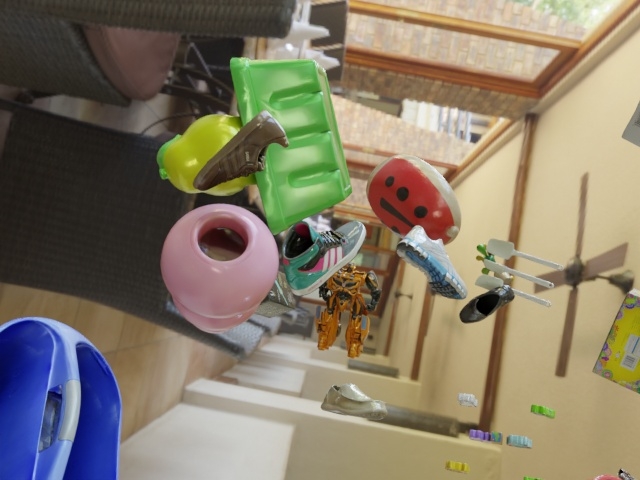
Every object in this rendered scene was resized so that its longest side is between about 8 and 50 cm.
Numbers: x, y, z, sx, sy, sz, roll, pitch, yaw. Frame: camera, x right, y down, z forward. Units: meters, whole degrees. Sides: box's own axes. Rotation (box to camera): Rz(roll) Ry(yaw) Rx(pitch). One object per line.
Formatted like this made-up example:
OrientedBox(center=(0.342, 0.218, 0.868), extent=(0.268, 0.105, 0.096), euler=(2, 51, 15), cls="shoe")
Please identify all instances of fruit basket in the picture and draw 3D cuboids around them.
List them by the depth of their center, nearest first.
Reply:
OrientedBox(center=(-0.144, -0.194, 1.234), extent=(0.283, 0.392, 0.391), euler=(-50, 151, -77), cls="fruit basket")

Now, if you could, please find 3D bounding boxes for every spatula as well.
OrientedBox(center=(0.626, 0.103, 1.812), extent=(0.019, 0.242, 0.168), euler=(10, 99, -61), cls="spatula")

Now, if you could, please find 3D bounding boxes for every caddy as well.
OrientedBox(center=(-0.399, 0.270, 0.799), extent=(0.241, 0.179, 0.341), euler=(41, 24, -41), cls="caddy")

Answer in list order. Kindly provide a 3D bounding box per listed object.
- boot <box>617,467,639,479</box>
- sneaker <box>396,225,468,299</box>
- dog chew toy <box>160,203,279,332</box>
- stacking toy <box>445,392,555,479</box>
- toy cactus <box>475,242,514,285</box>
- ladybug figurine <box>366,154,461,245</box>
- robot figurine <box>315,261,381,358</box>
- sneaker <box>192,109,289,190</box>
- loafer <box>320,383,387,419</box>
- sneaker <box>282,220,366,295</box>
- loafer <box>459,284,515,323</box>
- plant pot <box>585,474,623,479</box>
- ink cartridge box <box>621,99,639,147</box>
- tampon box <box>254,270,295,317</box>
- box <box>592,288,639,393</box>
OrientedBox(center=(0.994, 0.765, 1.831), extent=(0.042, 0.087, 0.118), euler=(-55, 152, 11), cls="boot")
OrientedBox(center=(0.245, 0.043, 1.179), extent=(0.071, 0.190, 0.083), euler=(-20, -151, 54), cls="sneaker")
OrientedBox(center=(-0.192, 0.076, 1.089), extent=(0.332, 0.207, 0.206), euler=(111, -8, -59), cls="dog chew toy")
OrientedBox(center=(0.391, 0.433, 1.244), extent=(0.052, 0.221, 0.167), euler=(52, 46, -52), cls="stacking toy")
OrientedBox(center=(0.639, 0.103, 2.058), extent=(0.219, 0.112, 0.180), euler=(62, 3, -28), cls="toy cactus")
OrientedBox(center=(0.311, -0.132, 2.031), extent=(0.449, 0.162, 0.305), euler=(40, -42, 46), cls="ladybug figurine")
OrientedBox(center=(0.077, 0.211, 1.792), extent=(0.085, 0.211, 0.290), euler=(-25, 123, -68), cls="robot figurine")
OrientedBox(center=(-0.131, -0.125, 0.925), extent=(0.188, 0.071, 0.066), euler=(-38, -169, 30), cls="sneaker")
OrientedBox(center=(0.094, 0.473, 1.700), extent=(0.269, 0.102, 0.092), euler=(-13, -118, 52), cls="loafer")
OrientedBox(center=(0.000, 0.000, 1.623), extent=(0.295, 0.124, 0.178), euler=(-43, 134, -22), cls="sneaker")
OrientedBox(center=(0.503, 0.203, 1.787), extent=(0.223, 0.078, 0.076), euler=(-45, -117, 49), cls="loafer")
OrientedBox(center=(0.575, 0.612, 1.201), extent=(0.174, 0.191, 0.191), euler=(-55, -164, 44), cls="plant pot")
OrientedBox(center=(0.816, -0.216, 1.119), extent=(0.272, 0.310, 0.130), euler=(47, -40, 40), cls="ink cartridge box")
OrientedBox(center=(-0.168, 0.159, 1.763), extent=(0.161, 0.101, 0.120), euler=(32, 40, -59), cls="tampon box")
OrientedBox(center=(1.069, 0.331, 1.920), extent=(0.279, 0.177, 0.289), euler=(2, 109, -58), cls="box")
